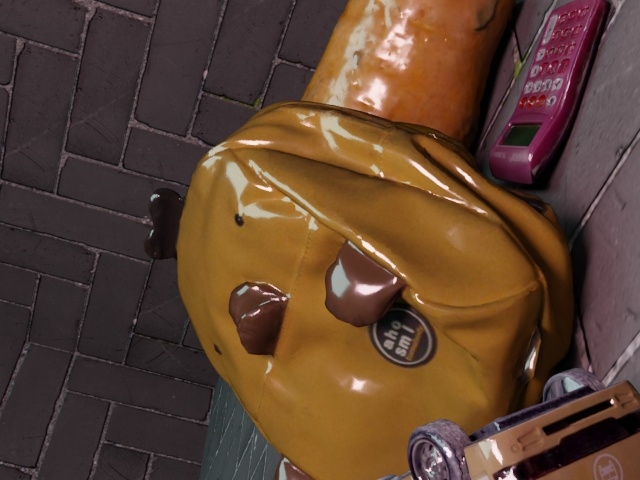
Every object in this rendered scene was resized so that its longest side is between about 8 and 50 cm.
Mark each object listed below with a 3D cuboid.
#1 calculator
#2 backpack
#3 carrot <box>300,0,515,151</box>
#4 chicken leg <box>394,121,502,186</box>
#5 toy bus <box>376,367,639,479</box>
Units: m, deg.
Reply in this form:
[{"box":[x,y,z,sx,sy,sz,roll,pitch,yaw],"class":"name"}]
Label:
[{"box":[0.226,-0.146,0.976,0.126,0.034,0.190,-139,71,-81],"class":"calculator"},{"box":[0.020,0.059,0.872,0.201,0.378,0.353,-29,-40,-49],"class":"backpack"},{"box":[0.094,-0.177,1.226,0.224,0.224,0.340,-121,50,-77],"class":"carrot"},{"box":[0.000,0.000,1.113,0.429,0.201,0.152,-35,71,43],"class":"chicken leg"},{"box":[0.104,0.201,0.647,0.289,0.139,0.157,-47,62,52],"class":"toy bus"}]
